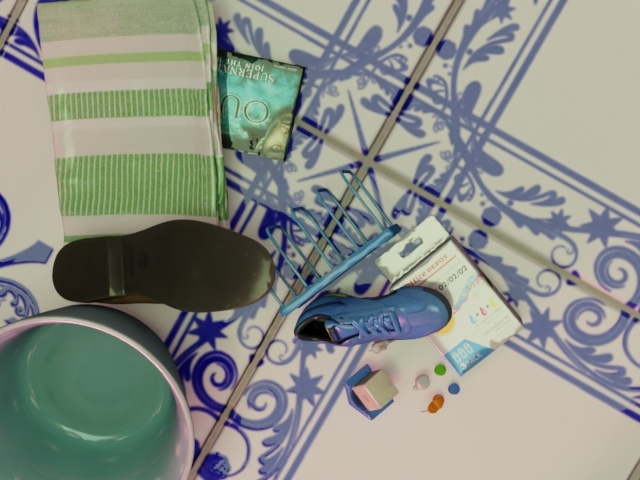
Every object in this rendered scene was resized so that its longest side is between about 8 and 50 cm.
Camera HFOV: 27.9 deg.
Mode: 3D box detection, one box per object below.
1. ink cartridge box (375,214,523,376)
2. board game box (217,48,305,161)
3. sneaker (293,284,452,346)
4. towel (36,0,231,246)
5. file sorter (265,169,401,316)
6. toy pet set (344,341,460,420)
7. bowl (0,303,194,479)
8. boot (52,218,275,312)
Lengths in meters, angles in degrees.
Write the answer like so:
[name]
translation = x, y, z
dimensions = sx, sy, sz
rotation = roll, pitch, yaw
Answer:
[ink cartridge box]
translation = 0.160, 0.068, 1.633
dimensions = 0.104, 0.061, 0.181
rotation = -40, 90, 9
[board game box]
translation = -0.122, -0.181, 1.659
dimensions = 0.186, 0.026, 0.126
rotation = 12, 97, 5
[sneaker]
translation = 0.062, 0.104, 1.598
dimensions = 0.209, 0.082, 0.069
rotation = -5, 110, 34
[towel]
translation = -0.239, -0.149, 1.646
dimensions = 0.247, 0.038, 0.325
rotation = -1, 100, 18
[file sorter]
translation = 0.000, 0.000, 1.619
dimensions = 0.170, 0.118, 0.104
rotation = -37, 88, 9
[toy pet set]
translation = 0.095, 0.182, 1.667
dimensions = 0.114, 0.065, 0.122
rotation = -37, 94, -26
[bowl]
translation = -0.298, 0.204, 1.630
dimensions = 0.311, 0.163, 0.312
rotation = 2, 113, 5
[boot]
translation = -0.178, 0.037, 1.612
dimensions = 0.305, 0.115, 0.112
rotation = 0, 82, 27
